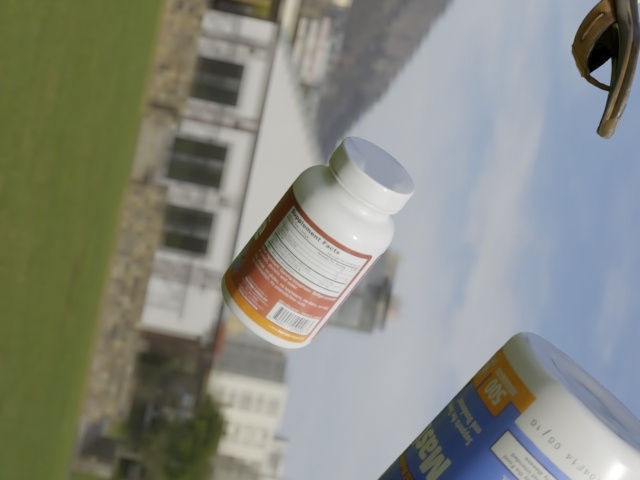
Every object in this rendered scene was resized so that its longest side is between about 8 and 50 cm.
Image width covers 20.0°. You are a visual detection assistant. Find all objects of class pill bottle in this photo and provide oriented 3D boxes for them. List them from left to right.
[{"bbox_3d":[0.000,0.000,1.900,0.216,0.121,0.121,-52,-165,23],"label":"pill bottle"},{"bbox_3d":[0.103,0.208,1.258,0.272,0.152,0.152,-48,-170,10],"label":"pill bottle"}]

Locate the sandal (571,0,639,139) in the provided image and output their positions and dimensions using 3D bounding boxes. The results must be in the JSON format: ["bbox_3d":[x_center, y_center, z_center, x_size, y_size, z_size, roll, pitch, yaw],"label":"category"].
[{"bbox_3d":[0.259,-0.191,1.650,0.090,0.060,0.219,84,12,-68],"label":"sandal"}]

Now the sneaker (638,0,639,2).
[{"bbox_3d":[0.406,-0.349,2.146,0.152,0.058,0.085,-34,-133,23],"label":"sneaker"}]
